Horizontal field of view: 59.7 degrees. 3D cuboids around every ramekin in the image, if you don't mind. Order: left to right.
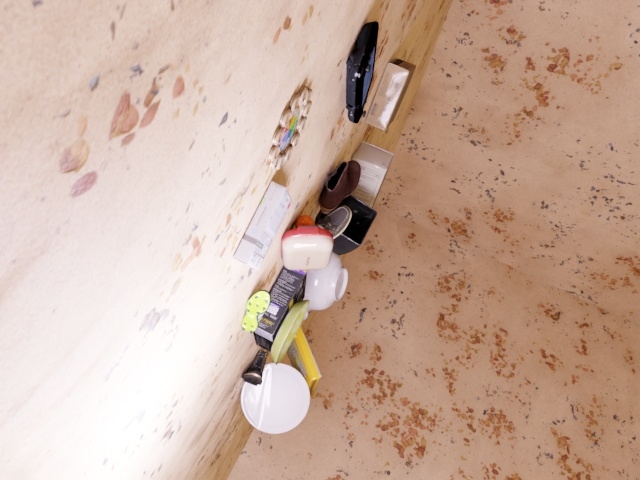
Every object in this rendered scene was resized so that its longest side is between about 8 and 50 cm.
[{"bbox_3d":[-0.186,0.622,2.220,0.273,0.272,0.127,-63,-174,-15],"label":"ramekin"}]

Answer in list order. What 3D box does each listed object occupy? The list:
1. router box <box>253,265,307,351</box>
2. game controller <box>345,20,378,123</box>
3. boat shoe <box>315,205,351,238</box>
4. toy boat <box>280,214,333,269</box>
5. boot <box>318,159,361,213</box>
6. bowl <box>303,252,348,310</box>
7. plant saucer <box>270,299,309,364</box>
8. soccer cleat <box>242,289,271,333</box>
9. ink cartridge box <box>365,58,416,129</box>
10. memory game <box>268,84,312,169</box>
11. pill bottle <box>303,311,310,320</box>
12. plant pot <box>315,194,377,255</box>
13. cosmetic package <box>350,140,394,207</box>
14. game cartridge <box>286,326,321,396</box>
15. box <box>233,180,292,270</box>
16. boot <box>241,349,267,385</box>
[{"bbox_3d":[-0.137,0.236,1.906,0.243,0.081,0.309,-62,172,-22],"label":"router box"},{"bbox_3d":[0.114,-0.436,1.476,0.167,0.067,0.319,-64,174,-9],"label":"game controller"},{"bbox_3d":[0.017,-0.035,1.946,0.223,0.080,0.073,-42,168,9],"label":"boat shoe"},{"bbox_3d":[-0.043,-0.004,1.656,0.231,0.150,0.151,101,-13,-65],"label":"toy boat"},{"bbox_3d":[0.081,-0.214,1.896,0.248,0.090,0.207,-57,174,-22],"label":"boot"},{"bbox_3d":[0.028,0.168,2.336,0.298,0.134,0.298,12,90,-69],"label":"bowl"},{"bbox_3d":[-0.107,0.298,1.858,0.241,0.037,0.241,-62,173,-13],"label":"plant saucer"},{"bbox_3d":[-0.179,0.186,1.560,0.072,0.060,0.179,-71,-173,-49],"label":"soccer cleat"},{"bbox_3d":[0.266,-0.554,2.105,0.193,0.088,0.235,-54,167,-63],"label":"ink cartridge box"},{"bbox_3d":[-0.059,-0.228,1.140,0.186,0.012,0.186,-63,173,-14],"label":"memory game"},{"bbox_3d":[-0.070,0.267,2.457,0.169,0.094,0.094,-57,169,-49],"label":"pill bottle"},{"bbox_3d":[0.074,-0.054,2.132,0.187,0.188,0.167,-60,-175,-37],"label":"plant pot"},{"bbox_3d":[0.179,-0.240,2.316,0.129,0.153,0.296,-60,173,-45],"label":"cosmetic package"},{"bbox_3d":[-0.093,0.469,2.320,0.052,0.324,0.285,-18,153,-18],"label":"game cartridge"},{"bbox_3d":[-0.125,-0.029,1.248,0.186,0.038,0.145,-63,173,-5],"label":"box"},{"bbox_3d":[-0.235,0.463,2.077,0.137,0.076,0.198,-67,-173,-20],"label":"boot"}]
